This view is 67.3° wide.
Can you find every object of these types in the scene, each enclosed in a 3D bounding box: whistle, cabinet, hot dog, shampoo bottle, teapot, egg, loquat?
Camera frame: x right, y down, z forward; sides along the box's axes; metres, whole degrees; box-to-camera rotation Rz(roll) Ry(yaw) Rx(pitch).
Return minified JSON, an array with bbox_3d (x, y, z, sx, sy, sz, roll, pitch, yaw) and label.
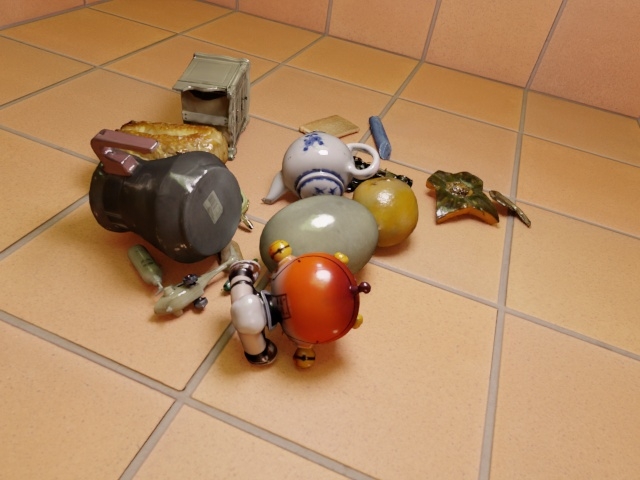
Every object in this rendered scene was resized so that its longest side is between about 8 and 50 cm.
[{"bbox_3d":[0.264,-0.458,2.120,0.062,0.062,0.304,3,40,-9],"label":"whistle"},{"bbox_3d":[-0.409,-0.522,1.867,0.228,0.289,0.317,7,41,-2],"label":"cabinet"},{"bbox_3d":[-0.502,-0.293,1.640,0.366,0.195,0.367,-1,32,5],"label":"hot dog"},{"bbox_3d":[-0.462,0.079,1.296,0.056,0.056,0.195,-20,40,-32],"label":"shampoo bottle"},{"bbox_3d":[-0.442,-0.130,1.308,0.362,0.376,0.305,11,54,23],"label":"teapot"},{"bbox_3d":[0.000,0.000,1.362,0.353,0.258,0.258,-8,43,-20],"label":"egg"},{"bbox_3d":[-0.004,-0.221,1.635,0.425,0.252,0.279,-14,54,15],"label":"teapot"},{"bbox_3d":[0.196,-0.090,1.548,0.244,0.243,0.243,6,40,-5],"label":"loquat"}]

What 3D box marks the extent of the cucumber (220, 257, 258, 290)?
[{"bbox_3d":[-0.225,0.103,1.355,0.039,0.039,0.168,25,39,16],"label":"cucumber"}]

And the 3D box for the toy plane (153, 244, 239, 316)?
[{"bbox_3d":[-0.323,0.111,1.286,0.286,0.092,0.108,-36,29,-32],"label":"toy plane"}]

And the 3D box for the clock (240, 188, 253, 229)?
[{"bbox_3d":[-0.315,-0.104,1.560,0.170,0.069,0.232,-19,49,-32],"label":"clock"}]

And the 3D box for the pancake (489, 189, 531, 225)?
[{"bbox_3d":[0.706,-0.129,1.803,0.191,0.020,0.184,13,37,-38],"label":"pancake"}]

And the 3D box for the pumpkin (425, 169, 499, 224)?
[{"bbox_3d":[0.523,-0.173,1.811,0.259,0.095,0.290,6,43,-11],"label":"pumpkin"}]

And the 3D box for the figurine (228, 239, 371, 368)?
[{"bbox_3d":[-0.048,0.147,1.150,0.324,0.196,0.319,-14,87,-5],"label":"figurine"}]

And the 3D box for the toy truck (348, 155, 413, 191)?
[{"bbox_3d":[0.213,-0.221,1.784,0.257,0.127,0.127,24,27,15],"label":"toy truck"}]

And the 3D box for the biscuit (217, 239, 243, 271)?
[{"bbox_3d":[-0.269,0.045,1.431,0.071,0.018,0.147,-5,41,-22],"label":"biscuit"}]

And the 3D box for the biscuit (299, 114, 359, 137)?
[{"bbox_3d":[0.041,-0.496,2.139,0.160,0.030,0.250,37,46,29],"label":"biscuit"}]
